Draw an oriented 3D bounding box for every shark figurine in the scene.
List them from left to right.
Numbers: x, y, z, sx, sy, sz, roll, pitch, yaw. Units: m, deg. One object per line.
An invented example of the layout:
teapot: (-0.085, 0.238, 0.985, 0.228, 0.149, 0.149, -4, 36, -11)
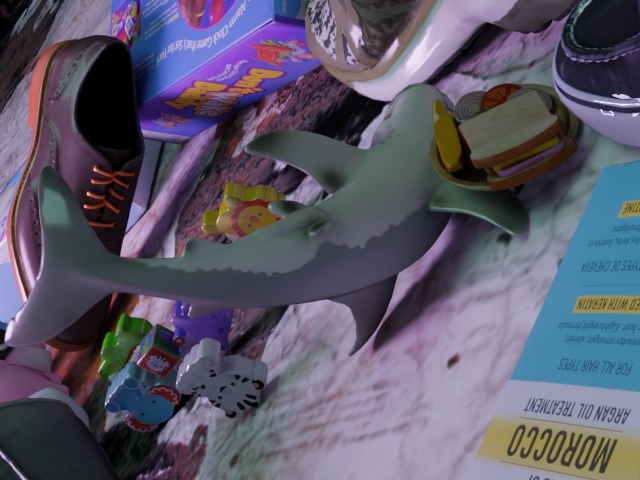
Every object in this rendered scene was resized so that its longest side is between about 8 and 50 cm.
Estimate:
shark figurine: (-0.010, 0.016, 0.744, 0.166, 0.278, 0.116, 42, 143, 41)

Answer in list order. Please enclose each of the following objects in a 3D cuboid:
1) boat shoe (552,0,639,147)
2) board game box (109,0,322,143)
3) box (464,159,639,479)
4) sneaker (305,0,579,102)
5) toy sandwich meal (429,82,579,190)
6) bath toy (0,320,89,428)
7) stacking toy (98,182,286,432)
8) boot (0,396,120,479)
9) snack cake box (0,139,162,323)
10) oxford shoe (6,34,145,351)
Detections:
boat shoe: (0.170, -0.114, 0.545, 0.301, 0.102, 0.108, -10, 52, 64)
board game box: (-0.080, -0.234, 1.199, 0.347, 0.078, 0.233, -18, 67, 60)
box: (0.099, 0.089, 0.488, 0.244, 0.060, 0.100, -64, 21, -14)
sneaker: (0.039, -0.202, 0.827, 0.158, 0.182, 0.410, -61, 12, -12)
toy sandwich meal: (0.088, -0.056, 0.712, 0.086, 0.029, 0.085, -16, 40, 14)
bath toy: (-0.278, 0.154, 1.158, 0.348, 0.129, 0.151, -163, 82, -69)
stacking toy: (-0.098, 0.083, 0.968, 0.221, 0.052, 0.167, -48, 23, 35)
boot: (-0.185, 0.171, 0.828, 0.208, 0.190, 0.076, 37, 130, 45)
snack cake box: (-0.264, -0.024, 1.432, 0.264, 0.089, 0.152, -44, 24, 35)
oxford shoe: (-0.201, -0.041, 1.217, 0.098, 0.097, 0.271, -4, 86, 55)
